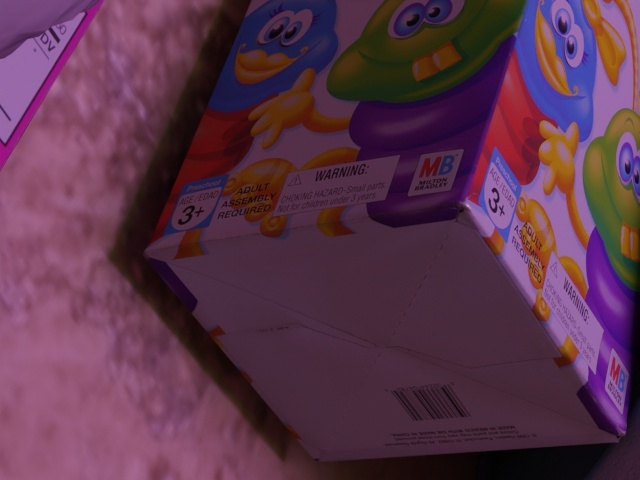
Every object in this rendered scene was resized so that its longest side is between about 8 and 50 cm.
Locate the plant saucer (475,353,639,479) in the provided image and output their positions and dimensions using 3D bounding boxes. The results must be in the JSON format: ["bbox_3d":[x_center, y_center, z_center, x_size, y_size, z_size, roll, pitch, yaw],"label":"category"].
[{"bbox_3d":[0.142,0.029,0.862,0.044,0.317,0.317,24,55,-7],"label":"plant saucer"}]

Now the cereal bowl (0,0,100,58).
[{"bbox_3d":[-0.159,-0.147,0.416,0.141,0.339,0.339,111,2,-51],"label":"cereal bowl"}]

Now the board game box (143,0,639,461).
[{"bbox_3d":[0.060,-0.064,0.810,0.142,0.144,0.275,53,42,-37],"label":"board game box"}]

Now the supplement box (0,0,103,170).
[{"bbox_3d":[-0.164,-0.025,0.511,0.114,0.111,0.220,57,40,-33],"label":"supplement box"}]
